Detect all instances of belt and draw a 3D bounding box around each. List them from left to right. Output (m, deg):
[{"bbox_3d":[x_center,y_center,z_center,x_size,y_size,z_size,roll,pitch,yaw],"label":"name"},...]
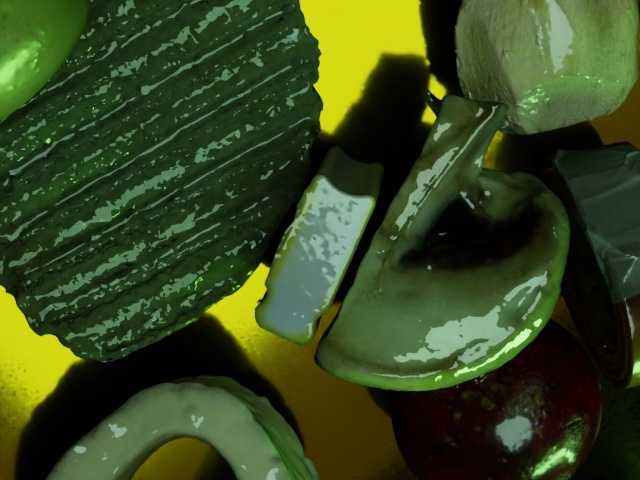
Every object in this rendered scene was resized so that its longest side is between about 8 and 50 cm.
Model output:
[{"bbox_3d":[0.298,0.020,1.631,0.105,0.184,0.261,-11,62,-7],"label":"belt"}]

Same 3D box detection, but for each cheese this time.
[{"bbox_3d":[-0.137,0.305,1.640,0.292,0.153,0.332,34,96,6],"label":"cheese"}]

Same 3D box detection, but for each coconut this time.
[{"bbox_3d":[0.223,-0.207,1.598,0.194,0.194,0.194,-2,104,-8],"label":"coconut"}]

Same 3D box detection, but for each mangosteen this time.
[{"bbox_3d":[0.191,0.186,1.689,0.215,0.215,0.257,-35,137,1],"label":"mangosteen"}]

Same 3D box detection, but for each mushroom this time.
[{"bbox_3d":[0.131,0.018,1.592,0.212,0.217,0.292,16,83,8],"label":"mushroom"}]

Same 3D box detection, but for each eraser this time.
[{"bbox_3d":[0.000,0.000,1.590,0.069,0.226,0.158,26,101,0],"label":"eraser"}]

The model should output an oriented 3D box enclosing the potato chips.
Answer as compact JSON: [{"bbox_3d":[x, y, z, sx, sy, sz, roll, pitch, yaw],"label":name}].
[{"bbox_3d":[-0.182,-0.095,1.615,0.429,0.070,0.358,-33,99,-2],"label":"potato chips"}]

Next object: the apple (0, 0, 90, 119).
[{"bbox_3d":[-0.354,-0.224,1.469,0.279,0.279,0.279,-2,104,-8],"label":"apple"}]
